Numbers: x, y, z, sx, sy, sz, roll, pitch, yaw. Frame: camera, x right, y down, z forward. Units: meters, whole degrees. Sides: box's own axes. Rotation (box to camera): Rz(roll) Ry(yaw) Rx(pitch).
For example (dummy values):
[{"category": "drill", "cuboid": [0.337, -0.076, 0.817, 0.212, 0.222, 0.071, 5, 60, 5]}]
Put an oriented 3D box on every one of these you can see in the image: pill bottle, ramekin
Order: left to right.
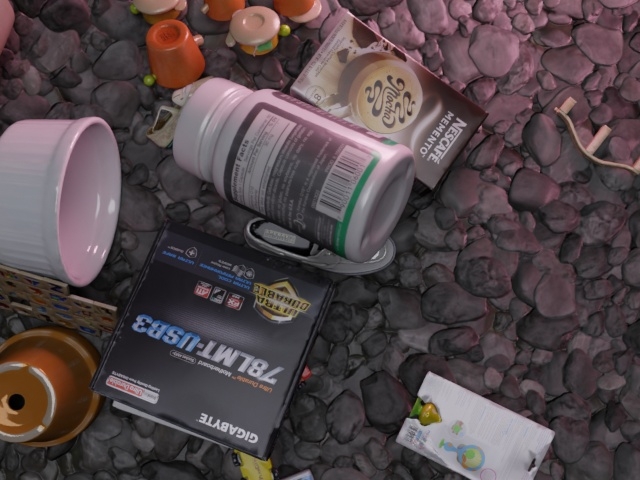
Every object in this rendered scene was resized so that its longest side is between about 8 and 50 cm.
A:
[{"category": "ramekin", "cuboid": [-0.434, -0.068, 1.497, 0.135, 0.277, 0.277, 7, 88, 7]}, {"category": "pill bottle", "cuboid": [-0.046, -0.124, 1.499, 0.361, 0.204, 0.204, 26, 87, 19]}]

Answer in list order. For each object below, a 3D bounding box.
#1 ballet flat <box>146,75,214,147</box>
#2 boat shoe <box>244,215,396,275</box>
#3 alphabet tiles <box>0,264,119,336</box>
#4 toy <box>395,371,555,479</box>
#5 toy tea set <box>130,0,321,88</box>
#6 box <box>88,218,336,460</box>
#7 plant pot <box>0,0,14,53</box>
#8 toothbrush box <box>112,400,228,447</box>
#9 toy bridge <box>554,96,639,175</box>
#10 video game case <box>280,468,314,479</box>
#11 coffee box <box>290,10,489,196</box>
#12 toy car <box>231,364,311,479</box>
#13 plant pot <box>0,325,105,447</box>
[{"category": "ballet flat", "cuboid": [-0.244, -0.224, 1.574, 0.052, 0.057, 0.168, 29, 121, -24]}, {"category": "boat shoe", "cuboid": [0.000, 0.000, 1.587, 0.268, 0.088, 0.096, 14, 87, 0]}, {"category": "alphabet tiles", "cuboid": [-0.449, 0.103, 1.528, 0.237, 0.198, 0.009, 16, 62, 0]}, {"category": "toy", "cuboid": [0.266, 0.338, 1.595, 0.237, 0.056, 0.136, 25, 91, 5]}, {"category": "toy tea set", "cuboid": [-0.162, -0.367, 1.607, 0.336, 0.124, 0.200, -7, 58, 2]}, {"category": "box", "cuboid": [-0.162, 0.151, 1.425, 0.296, 0.073, 0.293, 21, 75, 6]}, {"category": "plant pot", "cuboid": [-0.666, -0.323, 1.506, 0.323, 0.323, 0.280, 31, 71, 0]}, {"category": "toothbrush box", "cuboid": [-0.193, 0.172, 1.558, 0.216, 0.126, 0.295, 19, 87, -1]}, {"category": "toy bridge", "cuboid": [0.490, -0.176, 1.633, 0.188, 0.026, 0.063, 38, 89, 1]}, {"category": "video game case", "cuboid": [-0.081, 0.519, 1.598, 0.201, 0.023, 0.183, -20, 88, -1]}, {"category": "coffee box", "cuboid": [0.115, -0.230, 1.583, 0.297, 0.119, 0.168, 35, 87, 1]}, {"category": "toy car", "cuboid": [-0.148, 0.276, 1.470, 0.225, 0.053, 0.239, 15, 88, -3]}, {"category": "plant pot", "cuboid": [-0.474, 0.250, 1.515, 0.205, 0.188, 0.205, 0, 89, 0]}]
